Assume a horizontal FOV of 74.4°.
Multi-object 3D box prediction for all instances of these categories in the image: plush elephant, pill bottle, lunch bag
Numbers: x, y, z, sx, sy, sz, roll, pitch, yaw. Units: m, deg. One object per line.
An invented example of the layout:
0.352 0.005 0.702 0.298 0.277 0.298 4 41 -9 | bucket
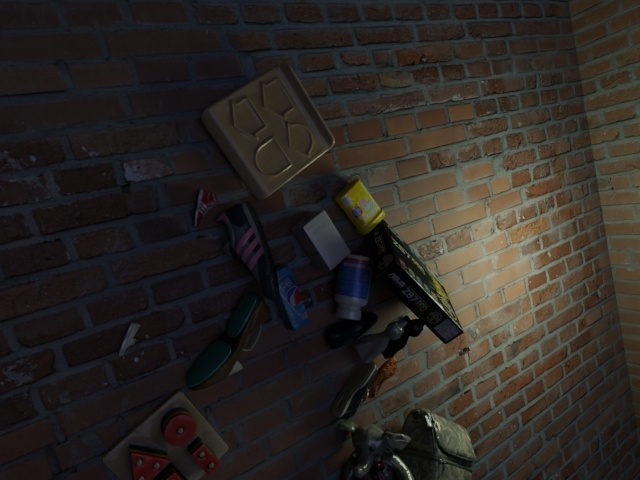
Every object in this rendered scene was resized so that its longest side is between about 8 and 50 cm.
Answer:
0.179 0.757 1.451 0.256 0.271 0.330 61 35 -29 | plush elephant
0.113 0.165 1.494 0.124 0.124 0.222 13 82 -28 | pill bottle
0.443 0.808 1.621 0.305 0.212 0.256 33 56 -32 | lunch bag

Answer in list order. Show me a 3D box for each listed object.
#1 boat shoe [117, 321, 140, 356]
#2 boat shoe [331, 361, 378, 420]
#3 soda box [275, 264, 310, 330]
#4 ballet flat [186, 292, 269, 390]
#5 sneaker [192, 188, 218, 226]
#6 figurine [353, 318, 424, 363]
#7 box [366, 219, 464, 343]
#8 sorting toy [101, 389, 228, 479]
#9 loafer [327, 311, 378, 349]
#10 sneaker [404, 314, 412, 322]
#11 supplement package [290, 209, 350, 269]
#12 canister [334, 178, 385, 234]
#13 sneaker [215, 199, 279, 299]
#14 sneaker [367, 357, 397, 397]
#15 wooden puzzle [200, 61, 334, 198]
-0.535 0.280 1.182 0.035 0.035 0.100 25 71 -24 | boat shoe
0.135 0.540 1.518 0.079 0.084 0.233 38 85 -27 | boat shoe
-0.110 0.189 1.399 0.067 0.071 0.210 -25 101 -27 | soda box
-0.266 0.326 1.303 0.343 0.116 0.124 -58 133 -21 | ballet flat
-0.349 -0.094 1.286 0.066 0.042 0.119 13 81 -25 | sneaker
0.254 0.341 1.497 0.214 0.209 0.093 7 47 -48 | figurine
0.335 0.143 1.526 0.097 0.318 0.395 -39 112 17 | box
-0.427 0.618 1.204 0.257 0.089 0.256 -40 108 -23 | sorting toy
0.117 0.324 1.529 0.223 0.076 0.079 -20 121 -33 | loafer
0.352 0.337 1.678 0.035 0.031 0.083 -32 104 -25 | sneaker
0.000 0.000 1.445 0.105 0.105 0.179 -40 107 -24 | supplement package
0.144 -0.125 1.546 0.126 0.073 0.170 -45 108 -22 | canister
-0.222 0.044 1.298 0.130 0.112 0.319 -20 78 2 | sneaker
0.216 0.501 1.567 0.175 0.067 0.064 -47 113 -3 | sneaker
-0.165 -0.356 1.379 0.347 0.080 0.322 -40 107 -19 | wooden puzzle
